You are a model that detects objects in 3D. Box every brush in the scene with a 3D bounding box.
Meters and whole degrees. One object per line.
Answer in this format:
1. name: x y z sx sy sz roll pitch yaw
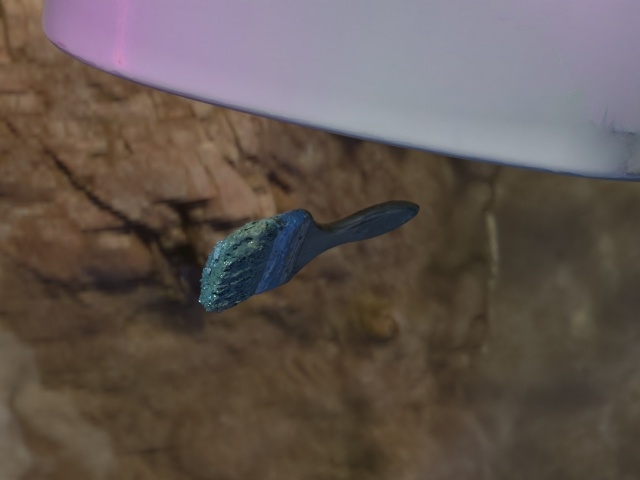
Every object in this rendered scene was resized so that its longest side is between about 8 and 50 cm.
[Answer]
1. brush: 0.000 0.000 1.160 0.196 0.021 0.070 -17 140 -40

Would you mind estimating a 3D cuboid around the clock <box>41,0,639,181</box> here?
1. clock: 0.041 -0.119 0.760 0.338 0.338 0.102 6 105 -13
